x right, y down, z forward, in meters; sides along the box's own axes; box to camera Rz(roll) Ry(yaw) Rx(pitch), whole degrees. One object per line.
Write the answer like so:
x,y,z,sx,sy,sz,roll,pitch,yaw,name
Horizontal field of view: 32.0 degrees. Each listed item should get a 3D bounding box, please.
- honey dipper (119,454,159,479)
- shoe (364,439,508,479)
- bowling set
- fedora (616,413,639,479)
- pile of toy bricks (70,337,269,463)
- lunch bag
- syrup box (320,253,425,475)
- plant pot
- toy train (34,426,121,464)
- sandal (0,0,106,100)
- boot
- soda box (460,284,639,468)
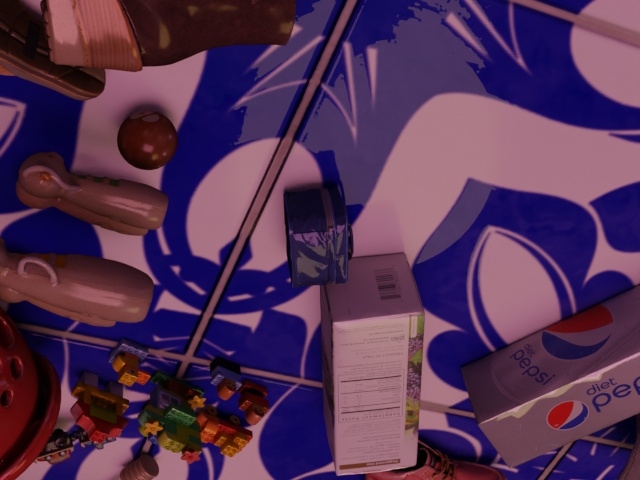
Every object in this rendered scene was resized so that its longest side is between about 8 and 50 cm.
-0.254,0.304,1.319,0.161,0.030,0.030,-38,125,23,honey dipper
0.140,0.282,1.339,0.178,0.063,0.081,-2,134,-2,shoe
-0.223,-0.029,0.989,0.154,0.199,0.287,16,167,-15,bowling set
0.415,0.252,1.293,0.124,0.243,0.275,12,162,22,fedora
-0.151,0.192,1.192,0.212,0.105,0.118,26,121,-27,pile of toy bricks
0.000,0.000,1.084,0.065,0.067,0.098,-6,131,-4,lunch bag
0.053,0.136,1.187,0.096,0.093,0.237,-6,130,-4,syrup box
-0.359,0.147,1.069,0.191,0.191,0.174,-26,131,12,plant pot
-0.291,0.228,1.223,0.158,0.027,0.036,-16,118,-20,toy train
-0.260,-0.165,0.916,0.180,0.072,0.049,31,140,-34,sandal
-0.120,-0.251,0.868,0.207,0.090,0.248,-11,130,-16,boot
0.308,0.139,1.232,0.286,0.091,0.098,-27,127,13,soda box
